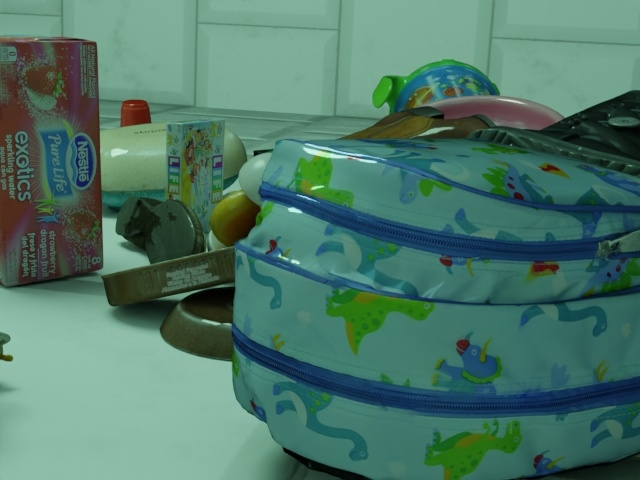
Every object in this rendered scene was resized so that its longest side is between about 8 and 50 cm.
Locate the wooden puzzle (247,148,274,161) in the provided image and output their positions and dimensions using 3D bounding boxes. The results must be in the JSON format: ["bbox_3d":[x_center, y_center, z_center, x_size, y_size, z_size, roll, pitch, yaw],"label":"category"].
[{"bbox_3d":[-0.035,-0.164,1.949,0.238,0.044,0.221,-3,13,-25],"label":"wooden puzzle"}]

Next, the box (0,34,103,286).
[{"bbox_3d":[-0.321,-0.092,1.047,0.122,0.257,0.128,-10,18,-39],"label":"box"}]

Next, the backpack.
[{"bbox_3d":[0.105,0.041,0.647,0.355,0.273,0.290,-18,28,-28],"label":"backpack"}]

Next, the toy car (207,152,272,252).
[{"bbox_3d":[-0.025,-0.009,1.059,0.182,0.159,0.136,-10,54,-38],"label":"toy car"}]

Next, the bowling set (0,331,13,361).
[{"bbox_3d":[-0.366,-0.001,0.721,0.286,0.200,0.154,7,-24,-7],"label":"bowling set"}]

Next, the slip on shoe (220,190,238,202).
[{"bbox_3d":[-0.089,-0.041,1.389,0.051,0.041,0.135,-35,-24,28],"label":"slip on shoe"}]

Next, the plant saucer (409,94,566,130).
[{"bbox_3d":[0.256,-0.139,1.608,0.332,0.084,0.332,-6,32,4],"label":"plant saucer"}]

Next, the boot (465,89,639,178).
[{"bbox_3d":[0.440,-0.072,1.207,0.445,0.146,0.367,-14,39,-45],"label":"boot"}]

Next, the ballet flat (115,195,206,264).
[{"bbox_3d":[-0.182,-0.006,1.143,0.058,0.084,0.250,24,-3,-30],"label":"ballet flat"}]

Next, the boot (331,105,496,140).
[{"bbox_3d":[0.104,-0.126,1.439,0.280,0.096,0.264,-19,33,-23],"label":"boot"}]

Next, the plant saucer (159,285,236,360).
[{"bbox_3d":[-0.064,0.072,0.894,0.168,0.029,0.168,3,11,-1],"label":"plant saucer"}]

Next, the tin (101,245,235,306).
[{"bbox_3d":[-0.118,0.030,0.936,0.189,0.040,0.106,-12,-4,4],"label":"tin"}]

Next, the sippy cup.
[{"bbox_3d":[0.259,-0.212,1.869,0.305,0.240,0.224,-6,24,0],"label":"sippy cup"}]

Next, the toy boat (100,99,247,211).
[{"bbox_3d":[-0.262,-0.121,1.527,0.267,0.148,0.318,-7,23,-21],"label":"toy boat"}]

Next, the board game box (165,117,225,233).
[{"bbox_3d":[-0.168,-0.084,1.289,0.026,0.154,0.103,8,14,25],"label":"board game box"}]
